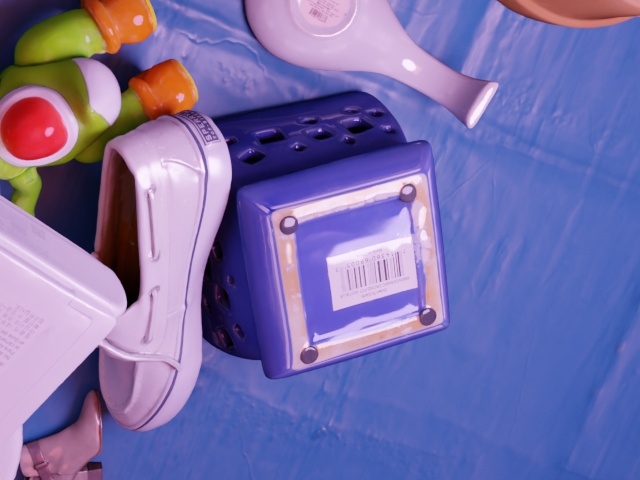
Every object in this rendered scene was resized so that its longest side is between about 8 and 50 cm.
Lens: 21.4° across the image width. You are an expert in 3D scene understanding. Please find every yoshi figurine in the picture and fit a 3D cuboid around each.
[{"bbox_3d":[-0.310,-0.096,1.600,0.362,0.203,0.203,-35,154,-22],"label":"yoshi figurine"}]

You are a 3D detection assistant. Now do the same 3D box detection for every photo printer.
[{"bbox_3d":[-0.359,0.090,1.464,0.256,0.107,0.307,35,108,-29],"label":"photo printer"}]

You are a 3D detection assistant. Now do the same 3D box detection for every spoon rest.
[{"bbox_3d":[0.048,-0.210,1.739,0.276,0.084,0.137,32,92,-14],"label":"spoon rest"}]

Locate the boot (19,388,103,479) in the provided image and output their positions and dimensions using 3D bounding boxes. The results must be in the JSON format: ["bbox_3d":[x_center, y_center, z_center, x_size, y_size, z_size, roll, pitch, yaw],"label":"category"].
[{"bbox_3d":[-0.270,0.215,1.760,0.087,0.042,0.118,-3,101,-13],"label":"boot"}]

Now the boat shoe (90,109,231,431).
[{"bbox_3d":[-0.194,0.051,1.625,0.156,0.136,0.367,-17,138,-37],"label":"boat shoe"}]

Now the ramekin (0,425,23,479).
[{"bbox_3d":[-0.419,0.176,1.634,0.277,0.135,0.277,-7,109,-20],"label":"ramekin"}]

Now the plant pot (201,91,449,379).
[{"bbox_3d":[0.000,0.000,1.696,0.236,0.212,0.236,-15,112,-19],"label":"plant pot"}]

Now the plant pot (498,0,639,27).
[{"bbox_3d":[0.304,-0.345,1.717,0.291,0.203,0.291,-6,109,-19],"label":"plant pot"}]
